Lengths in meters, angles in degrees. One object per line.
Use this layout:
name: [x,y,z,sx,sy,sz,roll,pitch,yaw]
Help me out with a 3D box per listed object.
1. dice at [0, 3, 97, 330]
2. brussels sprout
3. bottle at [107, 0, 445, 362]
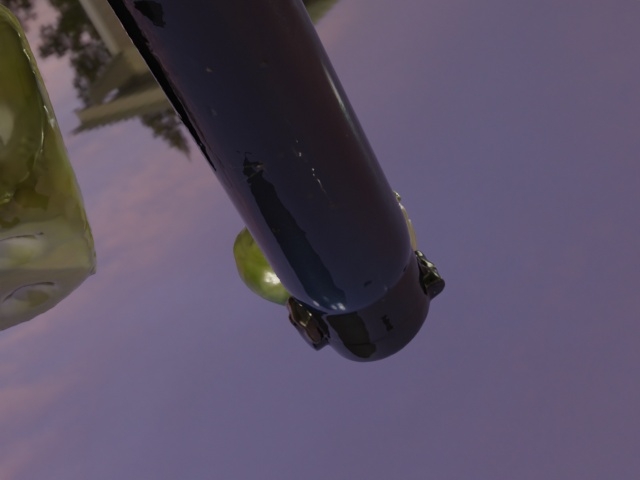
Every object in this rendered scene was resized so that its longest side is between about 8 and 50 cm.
dice: [-0.238,-0.038,0.620,0.169,0.166,0.169,-20,161,-14]
brussels sprout: [0.000,0.000,1.237,0.223,0.161,0.223,-19,171,-3]
bottle: [-0.016,-0.037,0.479,0.082,0.244,0.072,-33,-142,-3]
